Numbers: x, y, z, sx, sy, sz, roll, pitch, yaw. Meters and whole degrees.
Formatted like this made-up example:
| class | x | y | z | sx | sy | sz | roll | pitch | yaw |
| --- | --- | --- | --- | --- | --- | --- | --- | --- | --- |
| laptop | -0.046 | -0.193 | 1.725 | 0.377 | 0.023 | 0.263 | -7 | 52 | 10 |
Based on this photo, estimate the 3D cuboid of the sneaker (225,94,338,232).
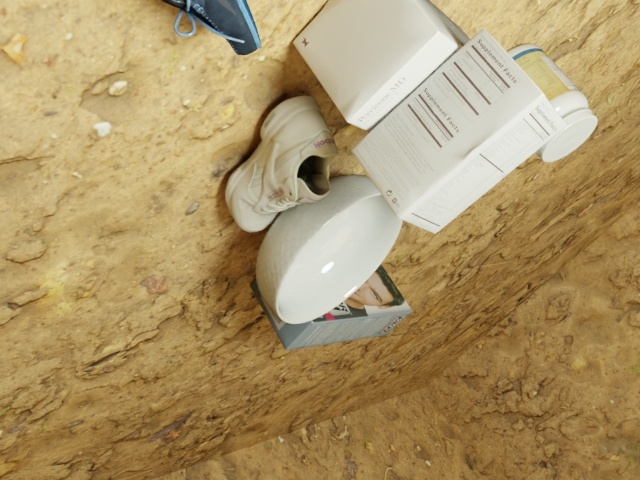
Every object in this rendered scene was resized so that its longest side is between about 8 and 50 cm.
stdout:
| class | x | y | z | sx | sy | sz | roll | pitch | yaw |
| --- | --- | --- | --- | --- | --- | --- | --- | --- | --- |
| sneaker | -0.068 | -0.094 | 1.182 | 0.114 | 0.152 | 0.305 | -14 | 151 | -36 |

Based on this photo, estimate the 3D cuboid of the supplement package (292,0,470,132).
| class | x | y | z | sx | sy | sz | roll | pitch | yaw |
| --- | --- | --- | --- | --- | --- | --- | --- | --- | --- |
| supplement package | 0.135 | -0.261 | 1.073 | 0.177 | 0.175 | 0.293 | -42 | 152 | 24 |

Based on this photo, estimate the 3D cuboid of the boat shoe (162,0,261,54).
| class | x | y | z | sx | sy | sz | roll | pitch | yaw |
| --- | --- | --- | --- | --- | --- | --- | --- | --- | --- |
| boat shoe | -0.153 | -0.306 | 0.791 | 0.089 | 0.109 | 0.258 | -27 | 139 | 8 |

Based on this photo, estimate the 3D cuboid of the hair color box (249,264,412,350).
| class | x | y | z | sx | sy | sz | roll | pitch | yaw |
| --- | --- | --- | --- | --- | --- | --- | --- | --- | --- |
| hair color box | 0.034 | 0.139 | 1.676 | 0.374 | 0.185 | 0.113 | 1 | 139 | -49 |

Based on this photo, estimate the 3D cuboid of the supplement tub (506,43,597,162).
| class | x | y | z | sx | sy | sz | roll | pitch | yaw |
| --- | --- | --- | --- | --- | --- | --- | --- | --- | --- |
| supplement tub | 0.419 | -0.264 | 1.354 | 0.144 | 0.199 | 0.144 | -25 | 154 | -13 |

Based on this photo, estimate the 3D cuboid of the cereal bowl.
| class | x | y | z | sx | sy | sz | roll | pitch | yaw |
| --- | --- | --- | --- | --- | --- | --- | --- | --- | --- |
| cereal bowl | 0.000 | 0.000 | 1.401 | 0.339 | 0.141 | 0.339 | -35 | 151 | -22 |

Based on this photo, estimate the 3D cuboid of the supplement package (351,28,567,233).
| class | x | y | z | sx | sy | sz | roll | pitch | yaw |
| --- | --- | --- | --- | --- | --- | --- | --- | --- | --- |
| supplement package | 0.192 | -0.144 | 0.982 | 0.244 | 0.134 | 0.139 | -41 | 153 | 18 |
